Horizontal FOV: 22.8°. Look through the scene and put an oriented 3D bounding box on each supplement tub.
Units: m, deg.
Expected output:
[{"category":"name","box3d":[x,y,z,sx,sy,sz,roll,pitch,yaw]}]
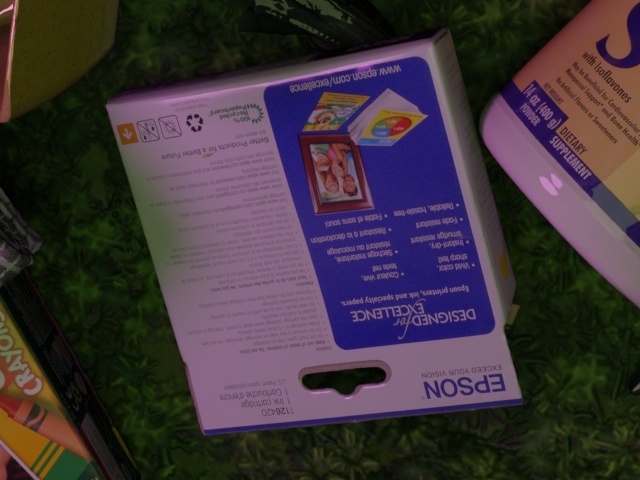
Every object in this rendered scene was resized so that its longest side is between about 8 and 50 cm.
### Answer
[{"category":"supplement tub","box3d":[0.315,-0.123,1.236,0.241,0.241,0.331,44,102,-10]}]

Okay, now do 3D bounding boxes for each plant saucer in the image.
[{"category":"plant saucer","box3d":[-0.194,-0.277,1.174,0.081,0.333,0.332,5,106,-18]}]

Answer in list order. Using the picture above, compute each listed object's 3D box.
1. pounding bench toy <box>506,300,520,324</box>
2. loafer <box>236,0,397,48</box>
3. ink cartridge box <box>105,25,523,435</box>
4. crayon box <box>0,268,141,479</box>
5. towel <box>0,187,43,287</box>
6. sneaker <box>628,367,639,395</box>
[{"category":"pounding bench toy","box3d":[0.130,0.041,1.373,0.083,0.065,0.052,28,103,-6]},{"category":"loafer","box3d":[-0.040,-0.203,1.310,0.223,0.076,0.078,31,109,-2]},{"category":"ink cartridge box","box3d":[0.000,0.000,1.317,0.304,0.072,0.307,-8,109,25]},{"category":"crayon box","box3d":[-0.383,0.139,1.389,0.313,0.106,0.363,-26,103,8]},{"category":"towel","box3d":[-0.394,-0.026,1.230,0.235,0.121,0.283,-39,100,9]},{"category":"sneaker","box3d":[0.314,0.118,1.407,0.083,0.031,0.035,-34,102,9]}]
